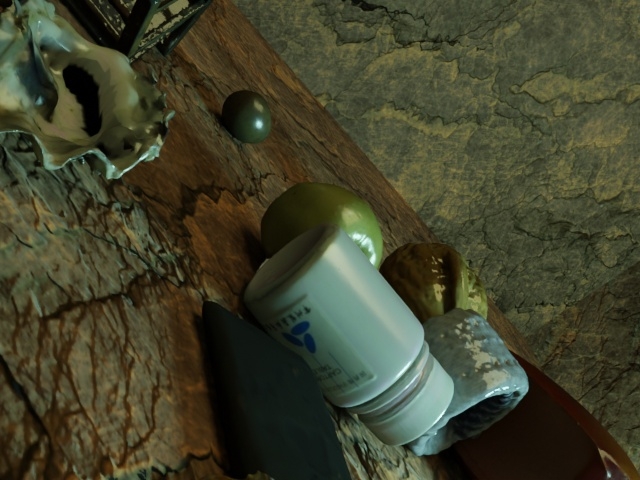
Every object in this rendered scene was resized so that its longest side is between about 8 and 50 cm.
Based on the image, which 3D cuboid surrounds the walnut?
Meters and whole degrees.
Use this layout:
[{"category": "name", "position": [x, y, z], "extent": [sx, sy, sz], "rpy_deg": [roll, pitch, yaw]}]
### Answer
[{"category": "walnut", "position": [0.224, 0.127, 1.702], "extent": [0.224, 0.257, 0.257], "rpy_deg": [13, 28, -18]}]

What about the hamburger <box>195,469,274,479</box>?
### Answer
[{"category": "hamburger", "position": [-0.054, 0.278, 0.581], "extent": [0.155, 0.135, 0.207], "rpy_deg": [-88, 157, -45]}]

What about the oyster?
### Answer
[{"category": "oyster", "position": [-0.287, -0.171, 0.929], "extent": [0.238, 0.115, 0.351], "rpy_deg": [35, 16, -30]}]

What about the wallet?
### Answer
[{"category": "wallet", "position": [-0.034, 0.224, 0.893], "extent": [0.197, 0.051, 0.377], "rpy_deg": [39, 18, -37]}]

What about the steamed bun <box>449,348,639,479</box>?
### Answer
[{"category": "steamed bun", "position": [0.382, 0.379, 1.462], "extent": [0.248, 0.235, 0.379], "rpy_deg": [39, 6, -42]}]

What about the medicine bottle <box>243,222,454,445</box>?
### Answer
[{"category": "medicine bottle", "position": [0.045, 0.130, 1.144], "extent": [0.293, 0.170, 0.170], "rpy_deg": [49, 14, -13]}]

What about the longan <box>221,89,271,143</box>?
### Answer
[{"category": "longan", "position": [-0.144, -0.240, 1.640], "extent": [0.113, 0.092, 0.113], "rpy_deg": [31, -33, 23]}]

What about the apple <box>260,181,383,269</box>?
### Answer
[{"category": "apple", "position": [0.000, 0.000, 1.296], "extent": [0.200, 0.200, 0.200], "rpy_deg": [49, 13, -16]}]

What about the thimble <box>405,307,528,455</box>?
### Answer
[{"category": "thimble", "position": [0.203, 0.228, 1.338], "extent": [0.245, 0.217, 0.157], "rpy_deg": [79, -15, -61]}]

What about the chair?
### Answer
[{"category": "chair", "position": [-0.309, -0.405, 1.343], "extent": [0.203, 0.416, 0.240], "rpy_deg": [51, 58, -8]}]
